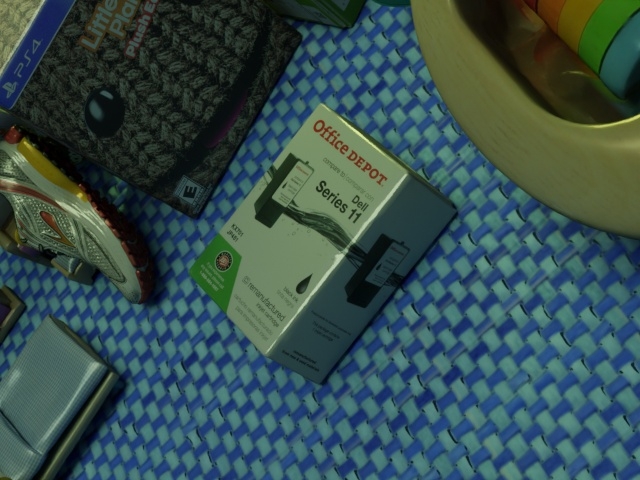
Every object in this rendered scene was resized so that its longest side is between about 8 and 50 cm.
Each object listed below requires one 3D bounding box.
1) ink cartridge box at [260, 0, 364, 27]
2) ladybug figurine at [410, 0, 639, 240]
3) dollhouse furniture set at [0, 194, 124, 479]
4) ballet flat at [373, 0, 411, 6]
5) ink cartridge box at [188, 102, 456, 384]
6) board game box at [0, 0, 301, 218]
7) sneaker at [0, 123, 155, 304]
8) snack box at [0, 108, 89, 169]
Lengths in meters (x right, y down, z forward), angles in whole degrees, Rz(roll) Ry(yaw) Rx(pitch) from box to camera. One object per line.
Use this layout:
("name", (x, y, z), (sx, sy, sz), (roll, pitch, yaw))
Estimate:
("ink cartridge box", (-0.042, -0.345, 1.463), (0.255, 0.097, 0.189), (20, 81, 43))
("ladybug figurine", (0.248, -0.168, 1.068), (0.305, 0.162, 0.449), (-43, 53, 19))
("dollhouse furniture set", (-0.341, 0.098, 1.407), (0.303, 0.198, 0.286), (36, 93, 44))
("ballet flat", (0.168, -0.299, 1.279), (0.280, 0.095, 0.096), (-15, 48, 21))
("ink cartridge box", (0.000, 0.000, 1.253), (0.208, 0.087, 0.153), (-52, 46, 4))
("board game box", (-0.201, -0.196, 1.381), (0.141, 0.291, 0.232), (27, 87, 44))
("sneaker", (-0.261, -0.014, 1.425), (0.225, 0.088, 0.093), (45, 96, 5))
("snack box", (-0.390, -0.111, 1.471), (0.187, 0.322, 0.060), (-29, 70, 25))
